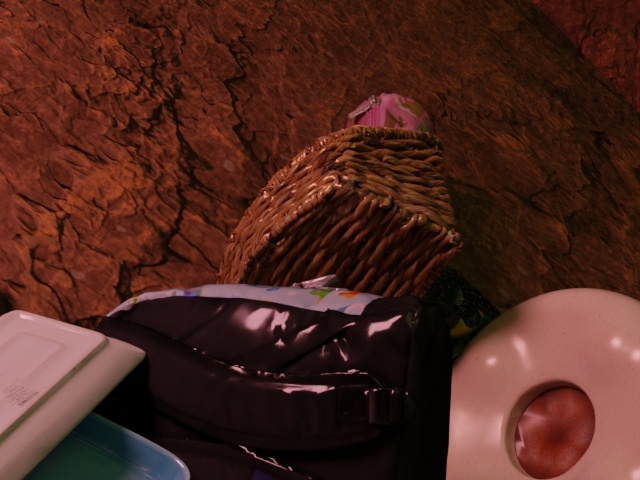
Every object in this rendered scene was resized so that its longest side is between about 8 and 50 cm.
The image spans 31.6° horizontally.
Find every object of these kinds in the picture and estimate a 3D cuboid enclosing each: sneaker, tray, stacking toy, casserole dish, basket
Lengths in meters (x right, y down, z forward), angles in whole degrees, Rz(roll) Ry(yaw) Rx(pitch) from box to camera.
[{"bbox_3d":[0.144,0.113,1.518,0.134,0.146,0.343,46,15,17],"label":"sneaker"},{"bbox_3d":[-0.262,0.124,0.887,0.145,0.030,0.270,14,28,16],"label":"tray"},{"bbox_3d":[0.389,0.297,1.387,0.480,0.350,0.350,33,25,-39],"label":"stacking toy"},{"bbox_3d":[-0.193,0.184,0.896,0.188,0.037,0.114,24,26,11],"label":"casserole dish"},{"bbox_3d":[0.000,0.000,1.354,0.213,0.299,0.223,23,34,-19],"label":"basket"}]

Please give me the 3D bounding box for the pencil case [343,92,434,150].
[{"bbox_3d":[0.099,-0.080,1.722,0.167,0.160,0.386,28,30,-13],"label":"pencil case"}]

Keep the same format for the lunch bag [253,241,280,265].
[{"bbox_3d":[-0.064,0.018,1.515,0.071,0.053,0.083,28,20,-18],"label":"lunch bag"}]

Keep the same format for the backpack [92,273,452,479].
[{"bbox_3d":[-0.059,0.170,1.030,0.355,0.290,0.273,4,1,19],"label":"backpack"}]

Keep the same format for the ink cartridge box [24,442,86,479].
[{"bbox_3d":[-0.170,0.319,0.887,0.278,0.117,0.201,40,29,10],"label":"ink cartridge box"}]
